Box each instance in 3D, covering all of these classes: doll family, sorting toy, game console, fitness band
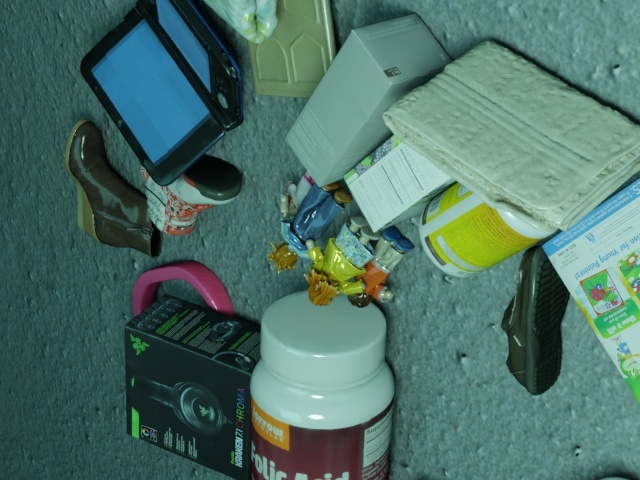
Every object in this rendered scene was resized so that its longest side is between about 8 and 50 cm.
[{"bbox_3d":[0.000,0.000,1.749,0.263,0.118,0.163,50,123,25],"label":"doll family"},{"bbox_3d":[-0.050,-0.363,1.731,0.229,0.041,0.307,15,118,51],"label":"sorting toy"},{"bbox_3d":[-0.270,-0.280,1.909,0.293,0.173,0.250,54,165,17],"label":"game console"},{"bbox_3d":[-0.262,0.145,2.220,0.291,0.054,0.209,-11,98,51],"label":"fitness band"}]

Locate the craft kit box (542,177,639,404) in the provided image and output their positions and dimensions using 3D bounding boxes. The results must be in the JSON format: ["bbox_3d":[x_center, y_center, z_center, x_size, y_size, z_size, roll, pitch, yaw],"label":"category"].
[{"bbox_3d":[0.409,0.051,1.361,0.250,0.061,0.246,-41,72,51],"label":"craft kit box"}]

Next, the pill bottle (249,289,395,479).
[{"bbox_3d":[0.001,0.290,1.830,0.224,0.224,0.392,28,128,40],"label":"pill bottle"}]

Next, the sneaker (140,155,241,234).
[{"bbox_3d":[-0.220,-0.070,2.036,0.270,0.090,0.145,26,127,46],"label":"sneaker"}]

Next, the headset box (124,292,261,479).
[{"bbox_3d":[-0.212,0.256,2.085,0.283,0.131,0.246,19,123,22],"label":"headset box"}]

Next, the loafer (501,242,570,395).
[{"bbox_3d":[0.268,0.099,1.531,0.078,0.080,0.220,26,126,41],"label":"loafer"}]

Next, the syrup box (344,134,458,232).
[{"bbox_3d":[0.143,-0.106,1.572,0.237,0.093,0.096,-39,76,51],"label":"syrup box"}]

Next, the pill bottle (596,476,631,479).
[{"bbox_3d":[0.319,0.425,1.565,0.283,0.160,0.160,-40,76,51],"label":"pill bottle"}]

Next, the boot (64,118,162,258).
[{"bbox_3d":[-0.385,-0.100,2.249,0.207,0.090,0.248,17,119,32],"label":"boot"}]

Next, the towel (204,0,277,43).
[{"bbox_3d":[-0.162,-0.511,1.669,0.320,0.090,0.374,52,151,42],"label":"towel"}]

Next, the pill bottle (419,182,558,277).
[{"bbox_3d":[0.228,-0.039,1.483,0.215,0.117,0.117,-35,80,52],"label":"pill bottle"}]

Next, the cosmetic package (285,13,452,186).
[{"bbox_3d":[0.063,-0.189,1.604,0.107,0.127,0.238,54,139,18],"label":"cosmetic package"}]

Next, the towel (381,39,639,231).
[{"bbox_3d":[0.233,-0.126,1.383,0.282,0.187,0.049,39,155,34],"label":"towel"}]
